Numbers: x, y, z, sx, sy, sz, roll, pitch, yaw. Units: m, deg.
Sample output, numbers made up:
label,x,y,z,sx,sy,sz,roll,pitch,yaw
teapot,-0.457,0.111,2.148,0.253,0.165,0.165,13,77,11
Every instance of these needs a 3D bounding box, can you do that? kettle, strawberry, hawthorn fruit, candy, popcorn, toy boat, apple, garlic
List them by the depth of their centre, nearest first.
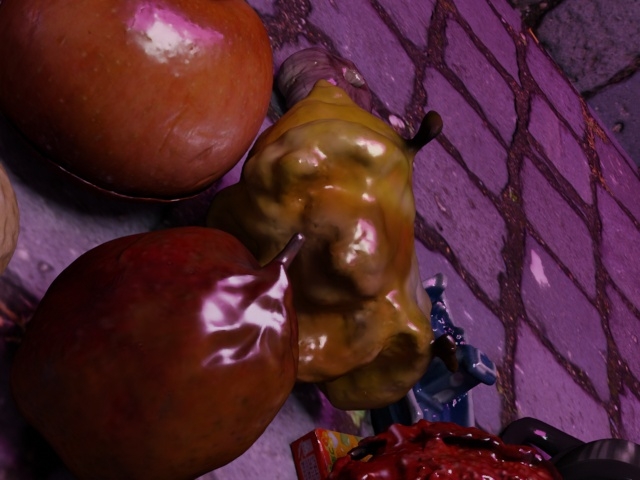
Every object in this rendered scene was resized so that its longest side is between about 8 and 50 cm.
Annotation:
label,x,y,z,sx,sy,sz,roll,pitch,yaw
hawthorn fruit,-0.108,0.073,0.803,0.208,0.248,0.208,41,25,-24
strawberry,0.125,0.289,0.952,0.274,0.220,0.274,27,47,-33
apple,-0.172,-0.166,0.984,0.272,0.206,0.251,21,31,-32
popcorn,0.000,0.000,1.063,0.297,0.281,0.315,71,22,-54
candy,0.026,0.234,1.069,0.122,0.038,0.062,23,43,-47
toy boat,0.140,0.154,1.226,0.129,0.142,0.309,38,34,-27
kettle,0.361,0.350,1.360,0.271,0.251,0.207,-23,109,-67
garlic,0.012,-0.200,1.437,0.147,0.102,0.159,-14,73,-60

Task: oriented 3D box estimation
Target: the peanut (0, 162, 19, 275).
label,x,y,z,sx,sy,sz,roll,pitch,yaw
peanut,-0.287,-0.027,0.766,0.140,0.109,0.159,61,14,-79
